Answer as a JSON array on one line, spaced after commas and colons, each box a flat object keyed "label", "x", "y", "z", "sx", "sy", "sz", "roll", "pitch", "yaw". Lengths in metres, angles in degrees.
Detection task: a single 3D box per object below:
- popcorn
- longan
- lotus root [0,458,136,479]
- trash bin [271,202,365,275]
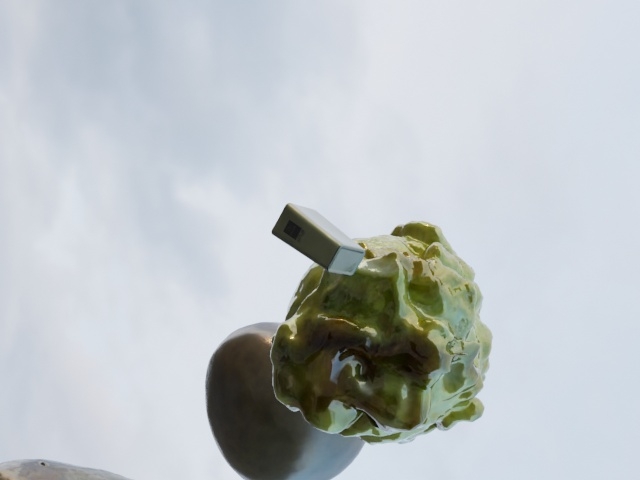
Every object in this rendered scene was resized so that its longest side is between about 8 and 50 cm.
[{"label": "popcorn", "x": 0.089, "y": 0.136, "z": 1.667, "sx": 0.312, "sy": 0.312, "sz": 0.312, "roll": 8, "pitch": -80, "yaw": 60}, {"label": "longan", "x": -0.055, "y": 0.265, "z": 2.146, "sx": 0.243, "sy": 0.300, "sz": 0.300, "roll": -137, "pitch": -131, "yaw": -76}, {"label": "lotus root", "x": -0.295, "y": 0.377, "z": 1.460, "sx": 0.250, "sy": 0.346, "sz": 0.250, "roll": -37, "pitch": -139, "yaw": 40}, {"label": "trash bin", "x": 0.000, "y": 0.000, "z": 1.457, "sx": 0.092, "sy": 0.061, "sz": 0.043, "roll": 35, "pitch": -78, "yaw": 34}]
